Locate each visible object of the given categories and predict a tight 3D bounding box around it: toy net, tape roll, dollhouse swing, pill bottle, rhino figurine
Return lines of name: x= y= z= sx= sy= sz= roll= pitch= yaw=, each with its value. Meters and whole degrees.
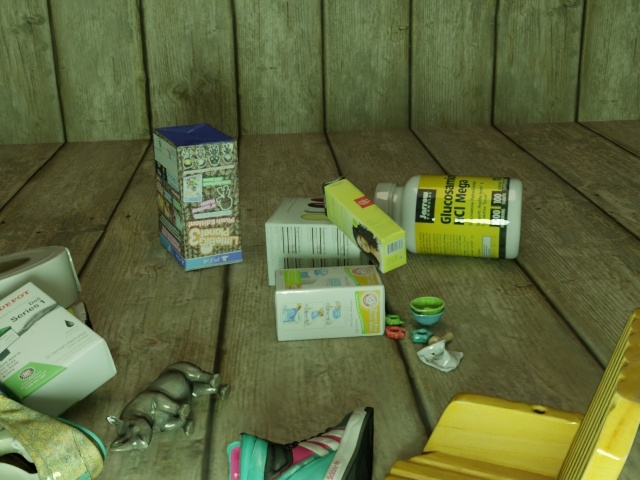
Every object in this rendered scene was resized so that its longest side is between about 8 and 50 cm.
toy net: x=0.187 y=0.168 z=1.549 sx=0.122 sy=0.045 sz=0.232 roll=-3 pitch=20 yaw=-5
tape roll: x=-0.614 y=0.101 z=1.629 sx=0.286 sy=0.100 sz=0.286 roll=-14 pitch=12 yaw=3
dollhouse swing: x=0.200 y=0.236 z=0.975 sx=0.315 sy=0.305 sz=0.347 roll=8 pitch=22 yaw=24
pill bottle: x=0.296 y=-0.058 z=1.969 sx=0.333 sy=0.188 sz=0.188 roll=3 pitch=20 yaw=13
rhino figurine: x=-0.242 y=0.258 z=1.290 sx=0.106 sy=0.073 sz=0.243 roll=12 pitch=24 yaw=23

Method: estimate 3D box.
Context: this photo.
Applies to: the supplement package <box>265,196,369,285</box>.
supplement package: x=0.000 y=0.000 z=1.882 sx=0.203 sy=0.149 sz=0.194 roll=1 pitch=21 yaw=9

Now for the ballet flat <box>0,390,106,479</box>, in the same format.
ballet flat: x=-0.453 y=0.279 z=1.201 sx=0.348 sy=0.123 sz=0.123 roll=12 pitch=24 yaw=34

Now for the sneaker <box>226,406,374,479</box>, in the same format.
sneaker: x=-0.031 y=0.296 z=1.110 sx=0.178 sy=0.124 sz=0.295 roll=2 pitch=10 yaw=14

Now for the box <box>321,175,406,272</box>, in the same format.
box: x=0.084 y=-0.036 z=1.689 sx=0.058 sy=0.087 sz=0.232 roll=-22 pitch=40 yaw=-19

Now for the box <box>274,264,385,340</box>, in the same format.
box: x=0.016 y=0.117 z=1.620 sx=0.203 sy=0.103 sz=0.114 roll=-3 pitch=20 yaw=-3

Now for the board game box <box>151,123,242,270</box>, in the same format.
board game box: x=-0.293 y=-0.109 z=2.001 sx=0.141 sy=0.291 sz=0.232 roll=-9 pitch=21 yaw=-23

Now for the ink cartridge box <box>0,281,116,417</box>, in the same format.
ink cartridge box: x=-0.466 y=0.183 z=1.373 sx=0.219 sy=0.093 sz=0.160 roll=28 pitch=51 yaw=33

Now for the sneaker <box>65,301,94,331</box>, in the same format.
sneaker: x=-0.458 y=0.181 z=1.535 sx=0.094 sy=0.082 sz=0.208 roll=-15 pitch=16 yaw=-15
